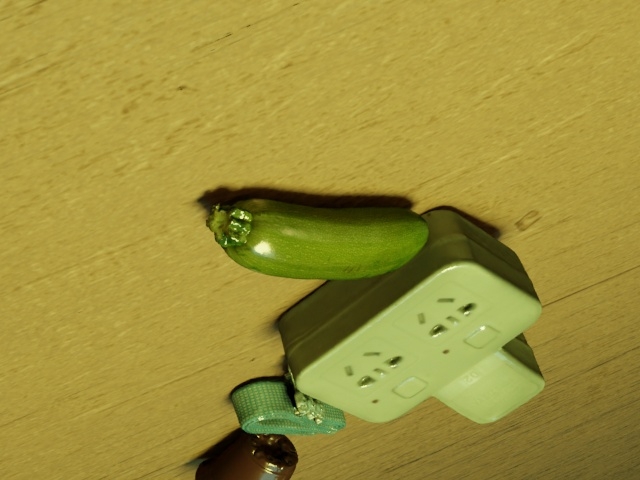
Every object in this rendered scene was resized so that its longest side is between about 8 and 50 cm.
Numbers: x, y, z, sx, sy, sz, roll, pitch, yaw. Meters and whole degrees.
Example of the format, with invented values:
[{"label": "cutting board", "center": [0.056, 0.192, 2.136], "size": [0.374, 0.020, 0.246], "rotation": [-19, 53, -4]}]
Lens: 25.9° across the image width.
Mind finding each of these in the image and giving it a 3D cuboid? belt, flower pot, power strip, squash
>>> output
[{"label": "belt", "center": [-0.018, 0.184, 1.568], "size": [0.100, 0.065, 0.179], "rotation": [-27, 158, 25]}, {"label": "flower pot", "center": [-0.078, 0.272, 1.644], "size": [0.111, 0.111, 0.089], "rotation": [6, 129, -48]}, {"label": "power strip", "center": [0.114, 0.081, 1.441], "size": [0.229, 0.141, 0.261], "rotation": [-37, 138, 23]}, {"label": "squash", "center": [0.000, 0.000, 1.212], "size": [0.258, 0.069, 0.069], "rotation": [1, 144, -43]}]
